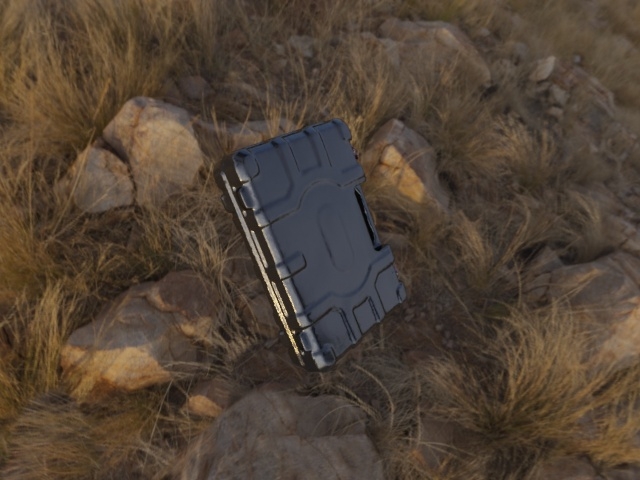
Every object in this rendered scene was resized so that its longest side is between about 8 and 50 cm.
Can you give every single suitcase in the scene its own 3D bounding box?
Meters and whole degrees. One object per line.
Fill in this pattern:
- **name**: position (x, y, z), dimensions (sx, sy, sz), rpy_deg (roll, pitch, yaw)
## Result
- **suitcase**: position (0.000, 0.000, 0.558), dimensions (0.206, 0.066, 0.285), rpy_deg (-31, 105, -39)
